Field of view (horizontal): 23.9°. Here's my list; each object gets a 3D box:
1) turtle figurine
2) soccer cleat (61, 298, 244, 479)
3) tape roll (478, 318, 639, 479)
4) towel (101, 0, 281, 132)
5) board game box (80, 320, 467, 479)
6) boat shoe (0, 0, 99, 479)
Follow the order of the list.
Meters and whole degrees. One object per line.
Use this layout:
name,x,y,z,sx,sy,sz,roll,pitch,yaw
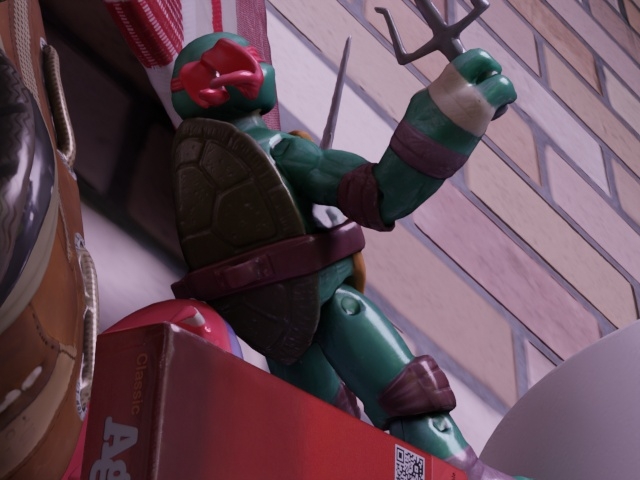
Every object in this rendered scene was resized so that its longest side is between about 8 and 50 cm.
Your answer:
turtle figurine,0.000,0.000,0.576,0.118,0.175,0.234,-19,93,-22
soccer cleat,-0.049,0.119,0.466,0.248,0.083,0.095,-95,161,-52
tape roll,0.187,0.160,0.596,0.246,0.246,0.169,36,29,-30
towel,-0.090,-0.168,0.662,0.237,0.037,0.329,-98,166,-49
board game box,-0.013,0.174,0.356,0.145,0.027,0.281,32,54,-47
boat shoe,-0.139,-0.037,0.488,0.324,0.122,0.120,-109,-178,-50
